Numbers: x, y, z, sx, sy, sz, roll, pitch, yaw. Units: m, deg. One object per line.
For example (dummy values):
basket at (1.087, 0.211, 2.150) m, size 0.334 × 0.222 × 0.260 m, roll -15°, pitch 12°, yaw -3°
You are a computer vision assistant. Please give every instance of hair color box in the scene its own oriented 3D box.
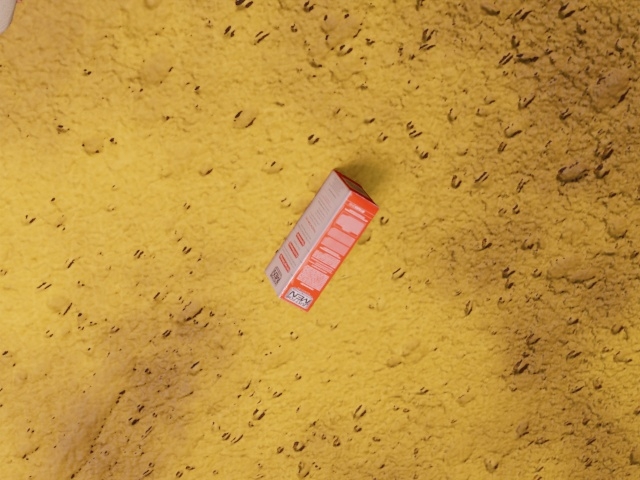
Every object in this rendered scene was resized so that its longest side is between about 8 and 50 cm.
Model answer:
hair color box at (0.000, 0.000, 1.284) m, size 0.043 × 0.072 × 0.141 m, roll 30°, pitch 102°, yaw -26°

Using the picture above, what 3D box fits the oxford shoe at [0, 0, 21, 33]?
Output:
oxford shoe at (-0.319, -0.277, 1.059) m, size 0.397 × 0.140 × 0.146 m, roll -48°, pitch 148°, yaw 1°
